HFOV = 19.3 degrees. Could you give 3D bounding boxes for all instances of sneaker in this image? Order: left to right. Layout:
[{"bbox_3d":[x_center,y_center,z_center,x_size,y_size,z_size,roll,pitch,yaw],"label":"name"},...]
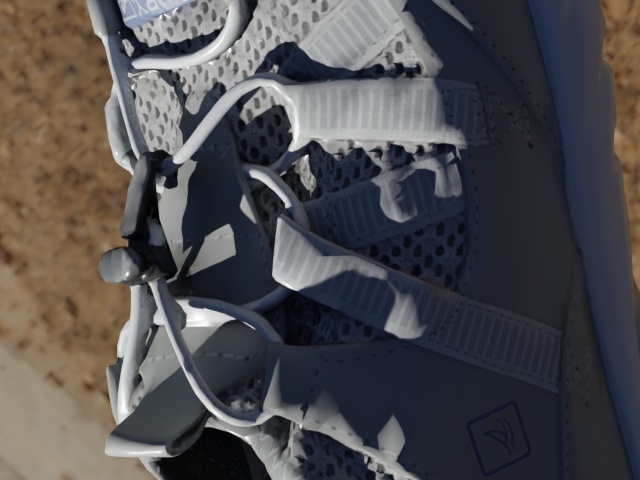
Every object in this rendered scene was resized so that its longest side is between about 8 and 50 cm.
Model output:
[{"bbox_3d":[0.000,0.000,0.385,0.105,0.115,0.281,-18,100,57],"label":"sneaker"}]
